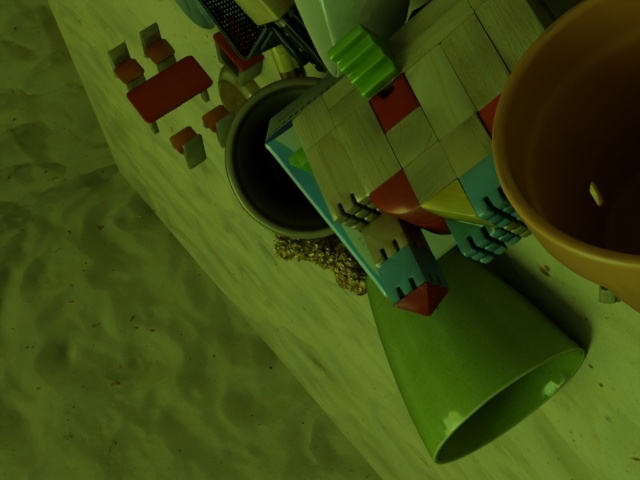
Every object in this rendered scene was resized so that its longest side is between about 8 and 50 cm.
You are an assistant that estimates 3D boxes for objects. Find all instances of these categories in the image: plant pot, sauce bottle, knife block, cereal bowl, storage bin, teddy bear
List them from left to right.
[{"bbox_3d":[-0.126,-0.407,1.540,0.180,0.084,0.122,55,148,6],"label":"storage bin"},{"bbox_3d":[-0.155,-0.272,2.010,0.236,0.032,0.236,50,162,22],"label":"plant pot"},{"bbox_3d":[-0.083,-0.358,1.317,0.088,0.275,0.242,-167,75,-65],"label":"knife block"},{"bbox_3d":[-0.059,-0.311,1.656,0.042,0.042,0.128,35,153,49],"label":"sauce bottle"},{"bbox_3d":[-0.027,-0.142,1.606,0.263,0.263,0.229,57,-179,-5],"label":"plant pot"},{"bbox_3d":[0.000,0.000,1.760,0.338,0.113,0.245,29,-166,5],"label":"teddy bear"},{"bbox_3d":[0.020,-0.371,1.085,0.339,0.141,0.339,159,90,-89],"label":"cereal bowl"},{"bbox_3d":[0.202,0.141,1.431,0.294,0.274,0.275,54,164,26],"label":"plant pot"},{"bbox_3d":[0.312,-0.057,0.770,0.291,0.291,0.203,40,174,42],"label":"plant pot"}]

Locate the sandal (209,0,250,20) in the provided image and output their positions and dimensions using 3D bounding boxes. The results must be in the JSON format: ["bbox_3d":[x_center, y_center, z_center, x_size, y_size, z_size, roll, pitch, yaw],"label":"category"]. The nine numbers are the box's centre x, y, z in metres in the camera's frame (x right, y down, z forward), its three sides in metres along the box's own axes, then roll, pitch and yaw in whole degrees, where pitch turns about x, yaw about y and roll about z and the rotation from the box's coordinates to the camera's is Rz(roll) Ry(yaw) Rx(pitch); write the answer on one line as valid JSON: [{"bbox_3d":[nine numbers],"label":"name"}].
[{"bbox_3d":[-0.206,-0.485,1.702,0.265,0.076,0.102,30,172,11],"label":"sandal"}]

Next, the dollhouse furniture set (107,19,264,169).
[{"bbox_3d":[-0.242,-0.316,1.773,0.262,0.259,0.135,50,165,16],"label":"dollhouse furniture set"}]

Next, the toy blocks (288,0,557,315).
[{"bbox_3d":[0.141,-0.099,0.959,0.190,0.381,0.261,19,-139,-50],"label":"toy blocks"}]

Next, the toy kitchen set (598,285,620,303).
[{"bbox_3d":[0.381,0.062,1.101,0.075,0.068,0.083,41,158,40],"label":"toy kitchen set"}]

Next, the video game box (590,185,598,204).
[{"bbox_3d":[0.283,-0.091,1.127,0.205,0.048,0.187,53,165,8],"label":"video game box"}]

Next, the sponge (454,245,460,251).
[{"bbox_3d":[0.193,0.012,1.582,0.117,0.031,0.210,43,158,34],"label":"sponge"}]

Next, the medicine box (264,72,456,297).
[{"bbox_3d":[0.060,-0.098,1.330,0.263,0.149,0.289,51,-173,-12],"label":"medicine box"}]

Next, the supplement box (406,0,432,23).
[{"bbox_3d":[0.153,-0.207,1.215,0.130,0.073,0.239,53,164,7],"label":"supplement box"}]

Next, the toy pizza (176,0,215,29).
[{"bbox_3d":[-0.261,-0.514,1.849,0.201,0.032,0.201,48,162,21],"label":"toy pizza"}]
